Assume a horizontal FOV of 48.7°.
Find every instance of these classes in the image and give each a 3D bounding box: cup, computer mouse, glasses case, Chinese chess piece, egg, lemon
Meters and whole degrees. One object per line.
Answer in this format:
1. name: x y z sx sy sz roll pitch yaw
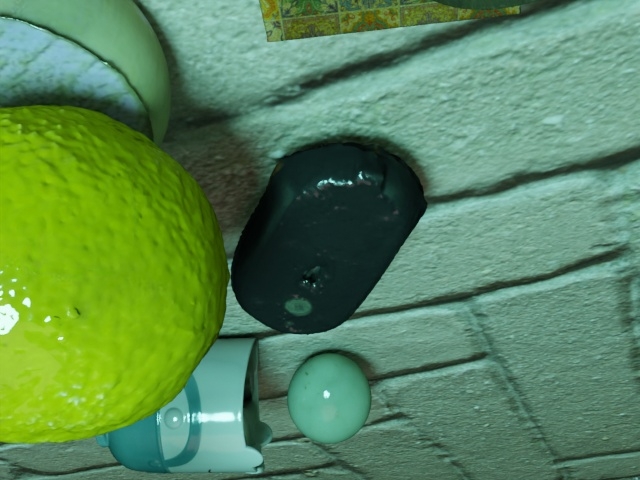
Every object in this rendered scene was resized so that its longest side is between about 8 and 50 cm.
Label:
1. cup: -0.216 0.275 1.207 0.258 0.219 0.289 -2 178 1
2. computer mouse: 0.000 -0.004 0.860 0.183 0.116 0.323 13 137 -19
3. glasses case: 0.057 -0.221 0.595 0.218 0.049 0.075 -5 140 5
4. Chinese chess piece: -0.275 -0.139 0.651 0.270 0.112 0.270 -2 146 -1
5. egg: 0.016 0.278 1.249 0.150 0.149 0.192 0 147 -2
6. lemon: -0.213 0.026 0.578 0.322 0.268 0.268 1 152 -42

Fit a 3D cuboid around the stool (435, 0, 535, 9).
1. stool: 0.084 -0.284 0.385 0.179 0.179 0.264 -16 143 21
